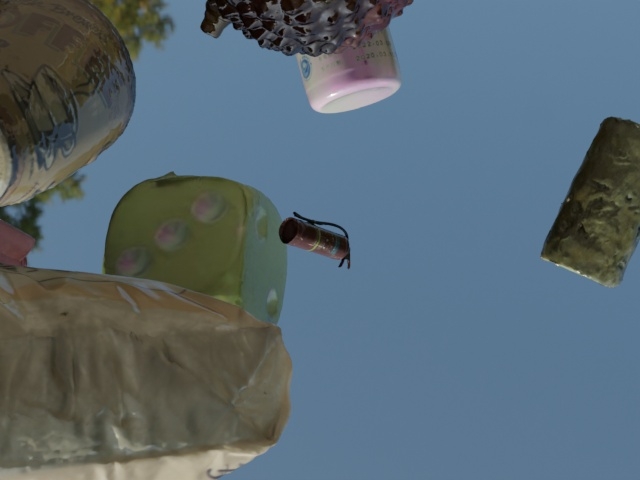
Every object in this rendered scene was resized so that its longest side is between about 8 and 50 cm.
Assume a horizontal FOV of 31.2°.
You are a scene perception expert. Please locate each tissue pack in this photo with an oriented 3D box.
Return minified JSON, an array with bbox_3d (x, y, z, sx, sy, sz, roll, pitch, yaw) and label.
[{"bbox_3d":[-0.246,0.140,0.947,0.390,0.375,0.195,2,-106,-27],"label":"tissue pack"}]

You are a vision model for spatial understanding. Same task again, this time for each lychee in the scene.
[{"bbox_3d":[-0.018,-0.312,1.072,0.304,0.275,0.276,-47,-131,16],"label":"lychee"}]

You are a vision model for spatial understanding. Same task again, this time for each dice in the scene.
[{"bbox_3d":[-0.204,0.045,1.907,0.252,0.254,0.250,0,-111,14],"label":"dice"}]

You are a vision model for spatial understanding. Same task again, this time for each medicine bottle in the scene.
[{"bbox_3d":[0.025,-0.335,1.753,0.152,0.152,0.255,-15,-96,-13],"label":"medicine bottle"}]

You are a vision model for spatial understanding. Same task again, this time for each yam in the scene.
[{"bbox_3d":[0.348,-0.046,1.385,0.107,0.107,0.194,25,-84,23],"label":"yam"}]

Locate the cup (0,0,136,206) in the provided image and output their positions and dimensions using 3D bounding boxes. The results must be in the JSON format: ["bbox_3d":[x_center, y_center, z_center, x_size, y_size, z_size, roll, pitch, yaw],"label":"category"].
[{"bbox_3d":[-0.388,-0.170,1.280,0.301,0.227,0.257,30,-152,-2],"label":"cup"}]

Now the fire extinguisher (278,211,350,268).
[{"bbox_3d":[0.000,0.000,1.547,0.039,0.132,0.056,6,-98,43],"label":"fire extinguisher"}]

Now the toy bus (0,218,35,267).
[{"bbox_3d":[-0.511,0.147,1.374,0.233,0.203,0.427,5,-107,24],"label":"toy bus"}]
